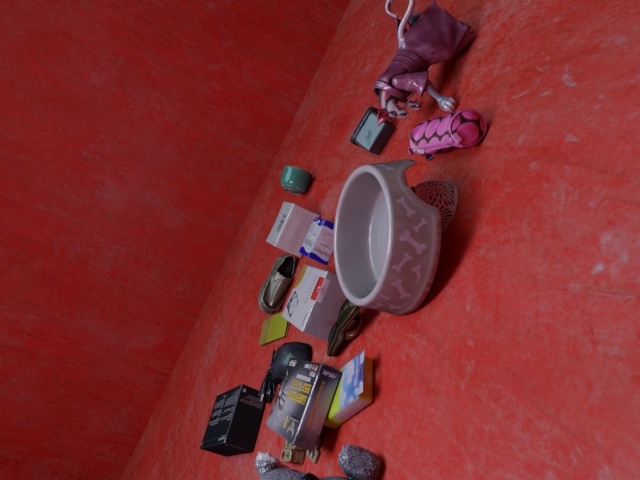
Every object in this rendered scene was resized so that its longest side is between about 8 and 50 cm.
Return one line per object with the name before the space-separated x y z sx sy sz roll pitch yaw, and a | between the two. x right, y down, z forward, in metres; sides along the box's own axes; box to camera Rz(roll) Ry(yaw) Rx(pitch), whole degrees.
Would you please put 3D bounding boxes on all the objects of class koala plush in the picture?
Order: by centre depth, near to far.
koala plush | -0.025 0.475 0.912 0.203 0.221 0.196 -56 20 27

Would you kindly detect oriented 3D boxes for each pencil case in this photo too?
pencil case | 0.287 -0.243 1.200 0.098 0.095 0.209 -32 10 -14

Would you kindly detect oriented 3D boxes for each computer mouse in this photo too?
computer mouse | -0.118 0.376 1.549 0.272 0.072 0.188 -40 30 53

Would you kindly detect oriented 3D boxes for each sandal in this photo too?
sandal | 0.069 0.215 1.274 0.090 0.060 0.219 -80 8 -54

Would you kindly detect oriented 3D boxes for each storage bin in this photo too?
storage bin | 0.177 -0.342 1.658 0.135 0.098 0.091 -57 47 21

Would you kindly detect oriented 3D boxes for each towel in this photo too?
towel | -0.160 0.313 1.842 0.237 0.021 0.102 -33 41 57

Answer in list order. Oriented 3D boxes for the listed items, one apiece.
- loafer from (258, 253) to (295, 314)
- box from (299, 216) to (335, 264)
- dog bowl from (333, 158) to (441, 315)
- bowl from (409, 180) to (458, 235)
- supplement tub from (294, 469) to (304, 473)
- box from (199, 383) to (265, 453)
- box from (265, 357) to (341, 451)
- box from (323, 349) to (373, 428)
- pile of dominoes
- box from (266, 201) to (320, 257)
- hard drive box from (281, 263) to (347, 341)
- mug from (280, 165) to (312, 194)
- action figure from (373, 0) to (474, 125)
loafer | -0.158 0.154 1.920 0.087 0.094 0.251 -41 29 60
box | 0.000 0.000 1.714 0.137 0.072 0.126 -66 17 -1
dog bowl | 0.127 -0.009 1.131 0.349 0.102 0.349 -177 90 -70
bowl | 0.225 -0.073 1.166 0.170 0.080 0.170 -53 21 30
supplement tub | -0.090 0.595 1.109 0.190 0.117 0.117 -56 20 24
box | -0.287 0.594 1.688 0.261 0.103 0.184 -39 28 53
box | -0.047 0.381 1.234 0.183 0.056 0.231 -68 16 -15
box | 0.063 0.331 1.145 0.178 0.042 0.109 -50 23 40
pile of dominoes | -0.046 0.427 1.300 0.196 0.040 0.251 -36 39 56
box | -0.110 -0.046 2.006 0.181 0.119 0.182 -65 17 -1
hard drive box | -0.013 0.173 1.496 0.181 0.089 0.232 -67 18 -6
mug | -0.102 -0.256 2.281 0.129 0.158 0.097 6 77 47
action figure | 0.240 -0.473 1.381 0.370 0.276 0.248 -54 22 -13
